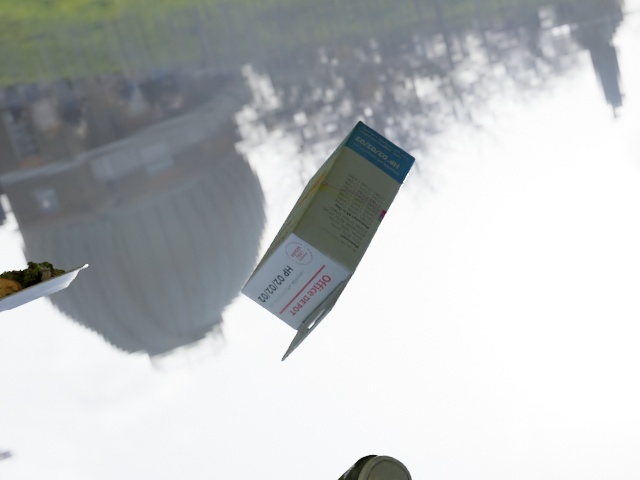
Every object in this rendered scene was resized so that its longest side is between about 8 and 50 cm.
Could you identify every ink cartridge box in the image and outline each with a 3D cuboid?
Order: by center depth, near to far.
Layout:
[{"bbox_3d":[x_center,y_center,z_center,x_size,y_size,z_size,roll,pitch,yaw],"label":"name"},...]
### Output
[{"bbox_3d":[0.000,0.000,1.263,0.104,0.061,0.181,-49,-171,49],"label":"ink cartridge box"}]

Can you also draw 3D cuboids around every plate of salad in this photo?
[{"bbox_3d":[-0.350,0.055,1.691,0.200,0.048,0.200,-23,-178,1],"label":"plate of salad"}]

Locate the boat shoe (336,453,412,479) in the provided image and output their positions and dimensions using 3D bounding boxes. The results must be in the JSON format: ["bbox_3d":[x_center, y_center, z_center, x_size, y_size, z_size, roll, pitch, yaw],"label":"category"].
[{"bbox_3d":[0.033,0.423,1.887,0.095,0.112,0.335,-27,-139,57],"label":"boat shoe"}]
